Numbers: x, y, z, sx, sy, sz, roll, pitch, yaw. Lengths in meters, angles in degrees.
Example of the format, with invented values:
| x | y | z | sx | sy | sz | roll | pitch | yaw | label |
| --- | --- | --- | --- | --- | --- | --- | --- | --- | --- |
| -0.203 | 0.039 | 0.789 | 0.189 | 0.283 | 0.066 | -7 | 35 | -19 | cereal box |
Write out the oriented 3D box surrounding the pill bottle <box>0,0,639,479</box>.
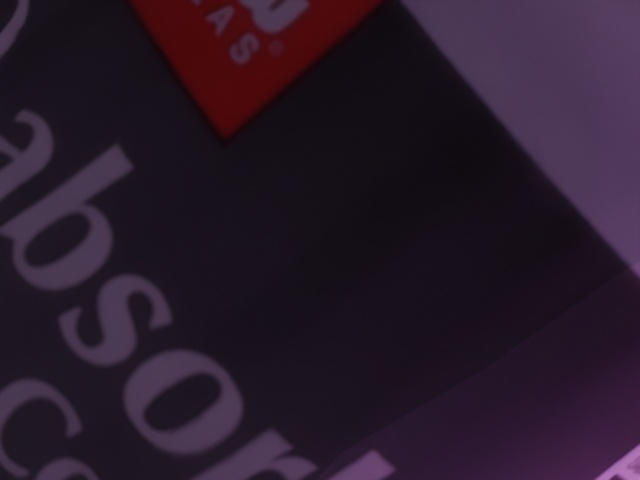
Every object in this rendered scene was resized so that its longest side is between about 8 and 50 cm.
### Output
| x | y | z | sx | sy | sz | roll | pitch | yaw | label |
| --- | --- | --- | --- | --- | --- | --- | --- | --- | --- |
| 0.000 | 0.000 | 0.473 | 0.210 | 0.363 | 0.210 | 46 | -168 | -13 | pill bottle |
